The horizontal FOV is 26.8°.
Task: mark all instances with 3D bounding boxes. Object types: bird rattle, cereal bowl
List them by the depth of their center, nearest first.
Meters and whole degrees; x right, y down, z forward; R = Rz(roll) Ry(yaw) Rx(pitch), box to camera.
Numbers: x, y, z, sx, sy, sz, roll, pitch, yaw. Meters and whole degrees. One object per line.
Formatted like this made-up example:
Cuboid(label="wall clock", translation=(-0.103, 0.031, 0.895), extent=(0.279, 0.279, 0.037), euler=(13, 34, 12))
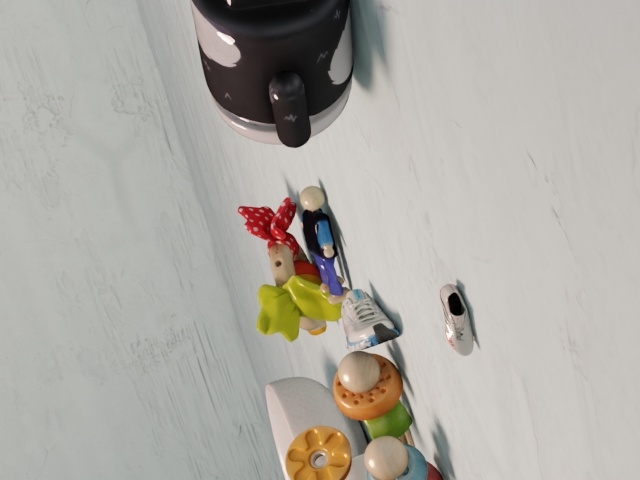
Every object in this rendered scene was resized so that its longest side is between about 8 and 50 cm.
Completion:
Cuboid(label="bird rattle", translation=(-0.055, 0.058, 2.256), extent=(0.253, 0.143, 0.207), euler=(67, -173, 32))
Cuboid(label="cereal bowl", translation=(0.011, 0.408, 2.495), extent=(0.339, 0.141, 0.339), euler=(165, 90, -80))

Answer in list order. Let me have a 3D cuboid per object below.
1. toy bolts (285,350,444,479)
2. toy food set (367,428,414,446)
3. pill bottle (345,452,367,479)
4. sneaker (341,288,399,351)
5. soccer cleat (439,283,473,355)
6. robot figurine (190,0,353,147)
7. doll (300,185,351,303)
Cuboid(label="toy bolts", translation=(0.051, 0.286, 1.887), extent=(0.228, 0.218, 0.158), euler=(53, 176, 37))
Cuboid(label="toy food set", translation=(0.100, 0.293, 2.106), extent=(0.192, 0.038, 0.132), euler=(-154, 44, -76))
Cuboid(label="pill bottle", translation=(0.090, 0.513, 2.242), extent=(0.169, 0.169, 0.301), euler=(113, 136, -76))
Cuboid(label="sneaker", translation=(0.058, 0.109, 1.885), extent=(0.191, 0.071, 0.083), euler=(165, 90, -80))
Cuboid(label="soccer cleat", translation=(0.148, 0.087, 1.450), extent=(0.035, 0.029, 0.083), euler=(-137, 33, -78))
Cuboid(label="robot figurine", translation=(-0.047, -0.229, 1.470), extent=(0.174, 0.209, 0.278), euler=(25, 150, 20))
Cuboid(label="doll", translation=(0.000, 0.000, 2.035), extent=(0.129, 0.046, 0.189), euler=(-126, 18, -55))
